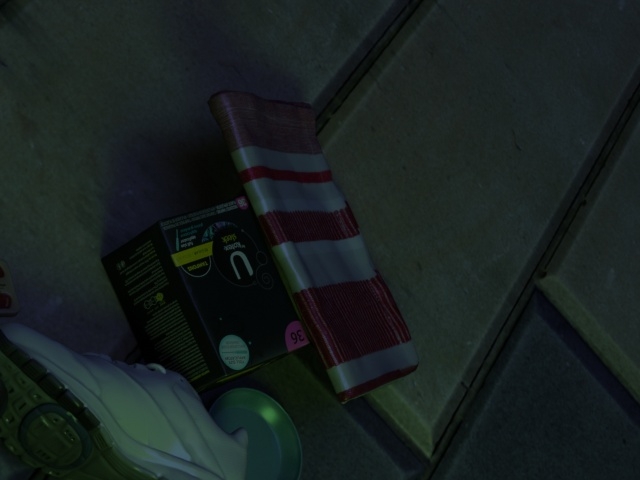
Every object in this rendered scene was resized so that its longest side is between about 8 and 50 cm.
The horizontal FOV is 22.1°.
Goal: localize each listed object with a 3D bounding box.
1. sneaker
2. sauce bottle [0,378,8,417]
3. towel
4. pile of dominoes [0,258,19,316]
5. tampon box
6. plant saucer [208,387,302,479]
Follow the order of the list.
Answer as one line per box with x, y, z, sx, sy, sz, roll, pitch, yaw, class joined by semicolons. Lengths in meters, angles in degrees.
-0.183;0.160;1.470;0.297;0.111;0.129;42;42;-27;sneaker
-0.344;0.234;1.270;0.111;0.111;0.344;42;45;-18;sauce bottle
0.000;0.000;1.687;0.329;0.037;0.237;66;18;6;towel
-0.374;0.018;1.371;0.196;0.040;0.251;48;43;11;pile of dominoes
-0.110;0.058;1.580;0.120;0.101;0.161;-20;82;-46;tampon box
-0.070;0.204;1.598;0.119;0.021;0.119;20;57;-34;plant saucer
